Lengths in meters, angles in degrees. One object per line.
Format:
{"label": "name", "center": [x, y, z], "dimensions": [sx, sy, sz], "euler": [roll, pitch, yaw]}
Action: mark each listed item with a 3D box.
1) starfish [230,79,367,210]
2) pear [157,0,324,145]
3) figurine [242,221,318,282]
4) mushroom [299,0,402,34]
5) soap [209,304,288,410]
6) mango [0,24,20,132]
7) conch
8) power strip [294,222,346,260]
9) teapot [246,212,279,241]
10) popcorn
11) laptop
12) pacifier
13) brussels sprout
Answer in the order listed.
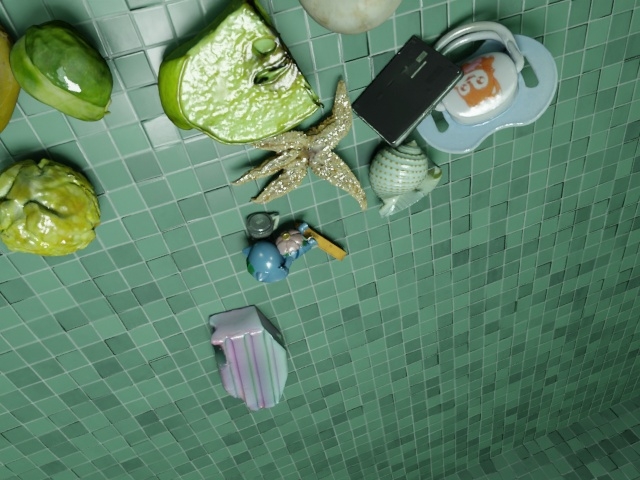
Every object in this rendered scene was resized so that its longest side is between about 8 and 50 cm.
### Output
{"label": "starfish", "center": [-0.058, -0.170, 0.974], "dimensions": [0.293, 0.084, 0.302], "euler": [-16, 122, -4]}
{"label": "pear", "center": [-0.158, -0.285, 0.817], "dimensions": [0.255, 0.164, 0.238], "euler": [-37, 129, 10]}
{"label": "figurine", "center": [-0.092, 0.037, 1.051], "dimensions": [0.178, 0.114, 0.144], "euler": [-33, 166, -8]}
{"label": "mushroom", "center": [0.073, -0.492, 0.757], "dimensions": [0.243, 0.244, 0.244], "euler": [-9, 124, -14]}
{"label": "soap", "center": [-0.193, 0.344, 1.240], "dimensions": [0.192, 0.109, 0.324], "euler": [-12, 124, -11]}
{"label": "mango", "center": [-0.588, -0.254, 0.712], "dimensions": [0.156, 0.114, 0.251], "euler": [14, 116, -30]}
{"label": "conch", "center": [0.185, -0.157, 1.039], "dimensions": [0.172, 0.131, 0.200], "euler": [-17, 159, -38]}
{"label": "power strip", "center": [0.000, 0.000, 1.123], "dimensions": [0.178, 0.049, 0.028], "euler": [32, 101, -33]}
{"label": "teapot", "center": [-0.137, -0.032, 1.053], "dimensions": [0.087, 0.066, 0.057], "euler": [-32, 150, -25]}
{"label": "popcorn", "center": [-0.536, -0.063, 0.832], "dimensions": [0.212, 0.198, 0.198], "euler": [4, 124, 9]}
{"label": "laptop", "center": [0.181, -0.318, 0.927], "dimensions": [0.207, 0.154, 0.026], "euler": [-46, 153, 13]}
{"label": "pacifier", "center": [0.361, -0.322, 0.980], "dimensions": [0.299, 0.244, 0.233], "euler": [-23, 162, 22]}
{"label": "brussels sprout", "center": [-0.417, -0.281, 0.710], "dimensions": [0.145, 0.183, 0.131], "euler": [20, 111, -51]}
